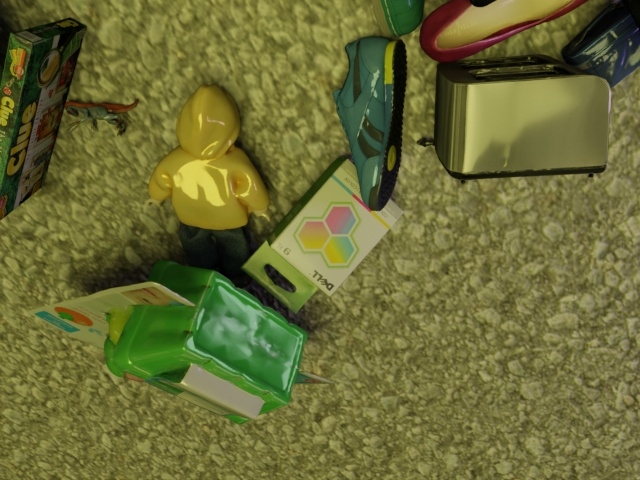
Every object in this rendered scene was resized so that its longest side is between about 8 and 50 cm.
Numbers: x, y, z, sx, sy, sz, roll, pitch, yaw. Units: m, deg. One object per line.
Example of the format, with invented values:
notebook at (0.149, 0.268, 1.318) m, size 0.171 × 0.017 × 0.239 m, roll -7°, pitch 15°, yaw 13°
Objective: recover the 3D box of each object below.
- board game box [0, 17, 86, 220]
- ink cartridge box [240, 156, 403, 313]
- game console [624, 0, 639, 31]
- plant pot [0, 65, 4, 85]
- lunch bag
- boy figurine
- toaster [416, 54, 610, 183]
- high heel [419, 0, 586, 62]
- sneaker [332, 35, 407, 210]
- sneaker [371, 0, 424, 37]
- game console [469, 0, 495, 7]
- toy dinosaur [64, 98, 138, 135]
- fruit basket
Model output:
board game box at (-0.375, -0.152, 0.676) m, size 0.030 × 0.136 × 0.259 m, roll 27°, pitch 119°, yaw -9°
ink cartridge box at (0.000, 0.000, 0.711) m, size 0.109 × 0.062 × 0.209 m, roll 41°, pitch 92°, yaw -15°
game console at (0.348, -0.370, 0.374) m, size 0.342 × 0.060 × 0.386 m, roll -27°, pitch 89°, yaw 52°
plant pot at (-0.483, -0.172, 0.572) m, size 0.196 × 0.293 × 0.293 m, roll 31°, pitch 118°, yaw 1°
lunch bag at (0.329, -0.225, 0.589) m, size 0.065 × 0.067 × 0.098 m, roll 42°, pitch 114°, yaw -15°
boy figurine at (-0.156, -0.070, 0.720) m, size 0.177 × 0.092 × 0.285 m, roll 2°, pitch 118°, yaw 6°
toaster at (0.209, -0.141, 0.595) m, size 0.186 × 0.168 × 0.110 m, roll -2°, pitch 115°, yaw 7°
high heel at (0.222, -0.260, 0.554) m, size 0.244 × 0.117 × 0.082 m, roll -15°, pitch 115°, yaw 15°
sneaker at (0.057, -0.143, 0.651) m, size 0.082 × 0.069 × 0.209 m, roll 6°, pitch 100°, yaw 23°
sneaker at (0.114, -0.358, 0.513) m, size 0.121 × 0.108 × 0.302 m, roll 9°, pitch 118°, yaw 16°
game console at (0.188, -0.297, 0.462) m, size 0.124 × 0.085 × 0.144 m, roll -29°, pitch 121°, yaw -1°
toy dinosaur at (-0.308, -0.176, 0.722) m, size 0.082 × 0.047 × 0.090 m, roll 36°, pitch 84°, yaw -2°
fruit basket at (-0.211, 0.168, 0.760) m, size 0.353 × 0.165 × 0.327 m, roll -19°, pitch 136°, yaw 35°
